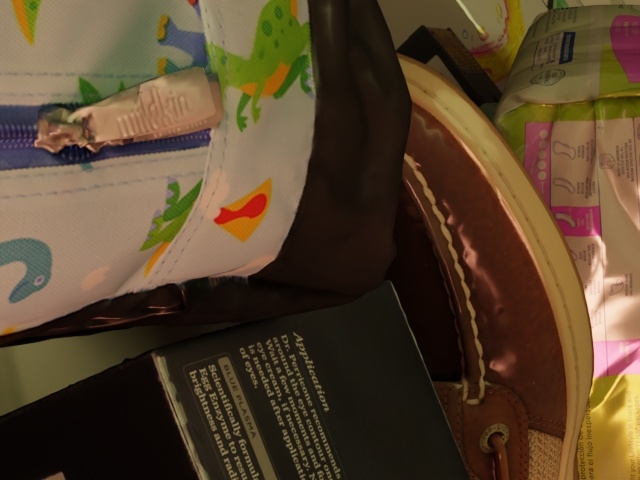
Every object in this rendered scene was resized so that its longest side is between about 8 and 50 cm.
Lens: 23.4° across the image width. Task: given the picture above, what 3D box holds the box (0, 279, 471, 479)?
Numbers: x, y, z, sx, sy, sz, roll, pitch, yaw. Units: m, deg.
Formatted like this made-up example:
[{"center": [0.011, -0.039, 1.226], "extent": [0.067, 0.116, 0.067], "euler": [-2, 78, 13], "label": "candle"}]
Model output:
[{"center": [-0.055, 0.091, 0.543], "extent": [0.158, 0.156, 0.093], "euler": [-12, 79, -60], "label": "box"}]

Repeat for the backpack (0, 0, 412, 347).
[{"center": [-0.180, -0.067, 0.387], "extent": [0.355, 0.290, 0.273], "euler": [-25, 128, -45], "label": "backpack"}]

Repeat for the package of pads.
[{"center": [0.155, 0.038, 0.828], "extent": [0.229, 0.101, 0.297], "euler": [-60, 146, -69], "label": "package of pads"}]

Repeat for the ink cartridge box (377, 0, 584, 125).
[{"center": [0.076, -0.148, 1.007], "extent": [0.278, 0.117, 0.201], "euler": [50, 30, -16], "label": "ink cartridge box"}]

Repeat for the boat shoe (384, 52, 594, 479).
[{"center": [0.037, 0.088, 0.660], "extent": [0.123, 0.123, 0.342], "euler": [-39, 131, -36], "label": "boat shoe"}]
